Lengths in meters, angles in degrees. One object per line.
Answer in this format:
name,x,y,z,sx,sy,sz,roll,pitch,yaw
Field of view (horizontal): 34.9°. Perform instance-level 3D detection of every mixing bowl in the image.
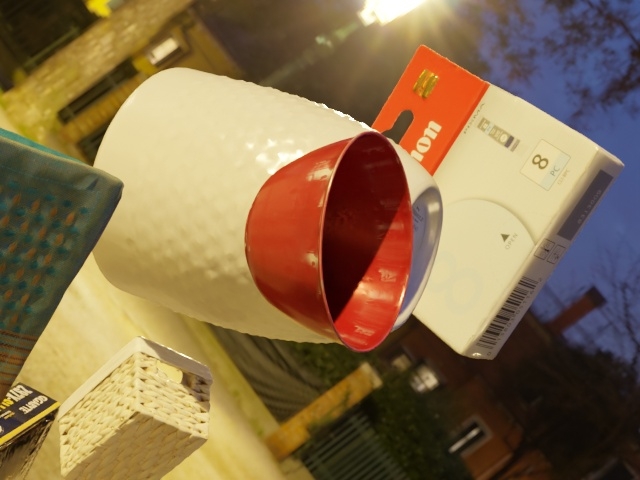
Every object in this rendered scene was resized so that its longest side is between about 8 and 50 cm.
mixing bowl,0.000,0.000,0.857,0.098,0.181,0.181,2,-35,28

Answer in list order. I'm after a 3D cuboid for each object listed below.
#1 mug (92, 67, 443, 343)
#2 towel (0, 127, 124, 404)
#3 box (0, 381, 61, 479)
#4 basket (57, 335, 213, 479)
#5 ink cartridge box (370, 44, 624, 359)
mug,-0.033,-0.003,1.180,0.328,0.276,0.374,17,-22,23
towel,-0.301,0.078,0.606,0.040,0.370,0.271,30,0,38
box,-0.466,0.357,1.297,0.079,0.321,0.257,27,3,3
basket,-0.214,0.209,1.170,0.113,0.167,0.103,31,31,-31
ink cartridge box,0.166,-0.072,1.381,0.091,0.308,0.385,16,19,-50
